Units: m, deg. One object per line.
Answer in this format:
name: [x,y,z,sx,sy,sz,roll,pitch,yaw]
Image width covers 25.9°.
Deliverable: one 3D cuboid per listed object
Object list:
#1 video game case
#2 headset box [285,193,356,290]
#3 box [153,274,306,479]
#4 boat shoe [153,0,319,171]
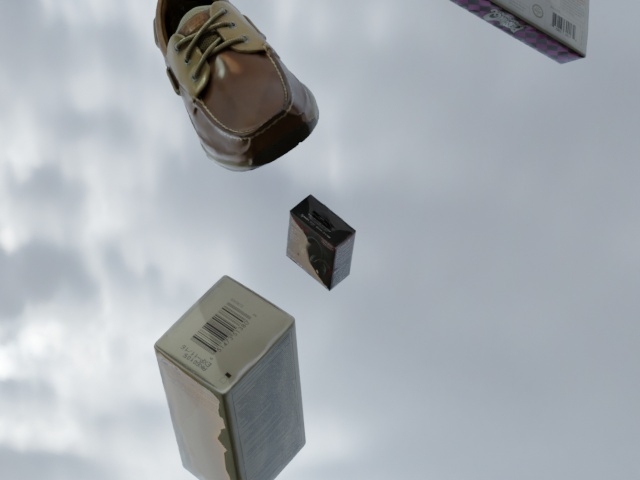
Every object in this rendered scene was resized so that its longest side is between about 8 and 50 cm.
video game case: [0.196,-0.318,1.432,0.232,0.210,0.041,20,-22,-40]
headset box: [0.000,0.000,1.345,0.062,0.032,0.083,39,-29,21]
box: [-0.111,0.206,1.821,0.121,0.148,0.311,31,-32,24]
boat shoe: [-0.105,-0.175,1.400,0.122,0.324,0.120,-36,-57,-2]
